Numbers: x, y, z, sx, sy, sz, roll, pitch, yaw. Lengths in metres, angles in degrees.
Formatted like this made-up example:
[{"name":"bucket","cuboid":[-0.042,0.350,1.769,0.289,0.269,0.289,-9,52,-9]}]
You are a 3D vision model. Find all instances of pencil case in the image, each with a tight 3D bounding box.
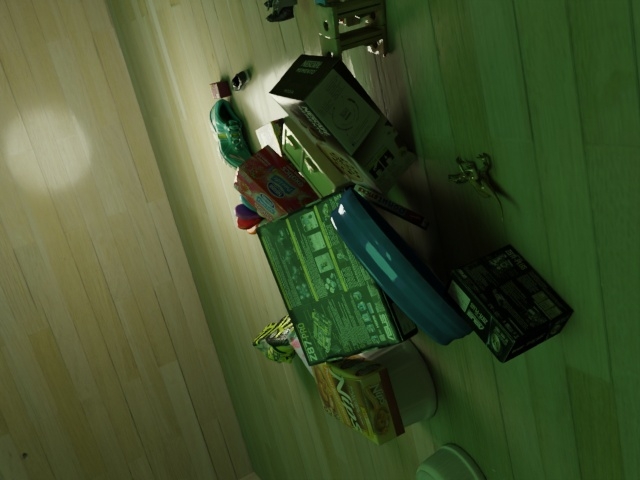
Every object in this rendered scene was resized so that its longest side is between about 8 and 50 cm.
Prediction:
[{"name":"pencil case","cuboid":[0.000,0.385,2.343,0.273,0.113,0.124,52,133,34]}]

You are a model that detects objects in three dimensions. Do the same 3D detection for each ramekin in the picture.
[{"name":"ramekin","cuboid":[0.341,0.650,1.831,0.207,0.109,0.207,47,149,40]},{"name":"ramekin","cuboid":[0.181,0.389,1.919,0.277,0.135,0.277,47,148,41]}]

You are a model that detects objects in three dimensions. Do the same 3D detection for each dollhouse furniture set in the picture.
[{"name":"dollhouse furniture set","cuboid":[0.037,-0.458,1.499,0.183,0.129,0.129,35,141,50]}]

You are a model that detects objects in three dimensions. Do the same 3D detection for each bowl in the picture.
[{"name":"bowl","cuboid":[0.165,0.057,1.464,0.391,0.077,0.391,47,-172,-9]}]

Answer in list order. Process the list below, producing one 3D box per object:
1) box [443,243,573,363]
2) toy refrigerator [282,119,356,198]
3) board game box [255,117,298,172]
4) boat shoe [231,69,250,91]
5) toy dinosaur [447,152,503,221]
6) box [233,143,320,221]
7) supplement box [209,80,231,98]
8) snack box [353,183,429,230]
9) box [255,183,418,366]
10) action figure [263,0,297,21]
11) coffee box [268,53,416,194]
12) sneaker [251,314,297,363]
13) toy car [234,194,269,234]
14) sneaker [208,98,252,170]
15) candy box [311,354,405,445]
[{"name":"box","cuboid":[0.345,0.114,1.303,0.180,0.147,0.077,52,152,31]},{"name":"toy refrigerator","cuboid":[-0.003,-0.205,1.854,0.269,0.094,0.102,54,154,31]},{"name":"board game box","cuboid":[-0.128,-0.274,2.128,0.141,0.048,0.170,-6,105,64]},{"name":"boat shoe","cuboid":[-0.262,-0.507,2.225,0.142,0.040,0.049,-19,93,67]},{"name":"toy dinosaur","cuboid":[0.306,-0.114,1.336,0.183,0.053,0.092,48,166,54]},{"name":"box","cuboid":[-0.117,-0.135,2.034,0.257,0.128,0.122,44,153,9]},{"name":"supplement box","cuboid":[-0.344,-0.515,2.393,0.083,0.043,0.055,21,129,61]},{"name":"snack box","cuboid":[0.159,-0.075,1.575,0.178,0.022,0.064,28,178,20]},{"name":"box","cuboid":[0.033,0.096,1.756,0.318,0.097,0.395,-23,88,37]},{"name":"action figure","cuboid":[-0.084,-0.665,1.631,0.285,0.099,0.185,99,151,-44]},{"name":"coffee box","cuboid":[0.050,-0.249,1.504,0.297,0.119,0.168,45,172,-34]},{"name":"sneaker","cuboid":[-0.127,0.381,2.633,0.147,0.145,0.384,45,159,-7]},{"name":"toy car","cuboid":[-0.230,-0.099,2.389,0.159,0.136,0.182,47,149,41]},{"name":"sneaker","cuboid":[-0.305,-0.356,2.383,0.275,0.107,0.110,62,147,14]},{"name":"candy box","cuboid":[0.087,0.397,1.845,0.316,0.087,0.183,8,117,65]}]
